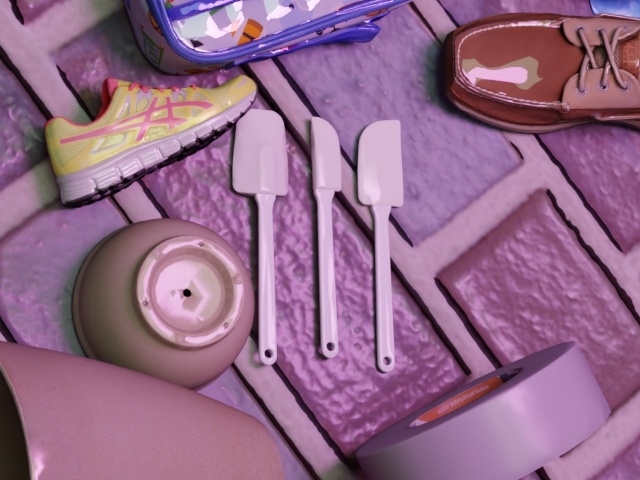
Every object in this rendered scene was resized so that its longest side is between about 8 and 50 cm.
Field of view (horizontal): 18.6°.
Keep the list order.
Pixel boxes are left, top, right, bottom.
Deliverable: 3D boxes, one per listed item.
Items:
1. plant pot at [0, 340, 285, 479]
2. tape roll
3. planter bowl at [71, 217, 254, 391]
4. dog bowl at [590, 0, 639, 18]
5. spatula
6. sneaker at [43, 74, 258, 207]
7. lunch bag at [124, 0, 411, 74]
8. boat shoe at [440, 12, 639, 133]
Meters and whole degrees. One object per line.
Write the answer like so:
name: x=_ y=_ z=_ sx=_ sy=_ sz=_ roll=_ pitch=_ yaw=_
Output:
plant pot: x=-0.174 y=0.208 z=1.600 sx=0.274 sy=0.256 sz=0.256 roll=4 pitch=78 yaw=-35
tape roll: x=0.143 y=0.169 z=1.716 sx=0.219 sy=0.219 sz=0.072 roll=-26 pitch=90 yaw=-22
planter bowl: x=-0.126 y=0.053 z=1.702 sx=0.162 sy=0.109 sz=0.162 roll=4 pitch=79 yaw=-19
dog bowl: x=0.250 y=-0.297 z=1.884 sx=0.297 sy=0.166 sz=0.074 roll=9 pitch=65 yaw=-18
spatula: x=0.000 y=0.000 z=1.809 sx=0.168 sy=0.019 sz=0.242 roll=4 pitch=79 yaw=-25
sneaker: x=-0.152 y=-0.111 z=1.740 sx=0.208 sy=0.081 sz=0.094 roll=-27 pitch=87 yaw=-22
lunch bag: x=-0.044 y=-0.284 z=1.797 sx=0.303 sy=0.115 sz=0.243 roll=-20 pitch=89 yaw=-21
boat shoe: x=0.278 y=-0.170 z=1.884 sx=0.324 sy=0.120 sz=0.123 roll=1 pitch=79 yaw=-20
